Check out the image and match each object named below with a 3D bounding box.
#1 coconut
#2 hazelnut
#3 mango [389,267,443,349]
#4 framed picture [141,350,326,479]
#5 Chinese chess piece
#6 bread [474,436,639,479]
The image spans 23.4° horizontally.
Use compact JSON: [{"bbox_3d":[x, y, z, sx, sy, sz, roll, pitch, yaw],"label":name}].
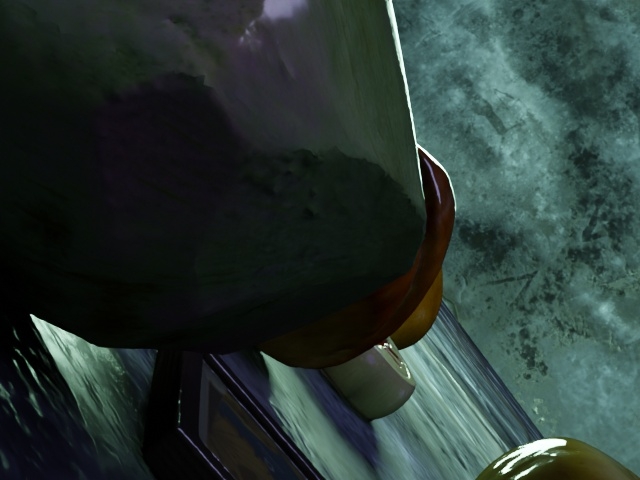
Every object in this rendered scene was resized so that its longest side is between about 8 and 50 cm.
[{"bbox_3d":[-0.060,-0.048,0.657,0.236,0.236,0.204,51,46,-12],"label":"coconut"},{"bbox_3d":[0.000,0.000,1.044,0.182,0.182,0.182,51,5,-7],"label":"hazelnut"},{"bbox_3d":[0.058,0.025,1.555,0.252,0.126,0.154,-96,169,-63],"label":"mango"},{"bbox_3d":[-0.033,0.113,0.742,0.128,0.023,0.168,51,5,-12],"label":"framed picture"},{"bbox_3d":[0.027,0.088,1.260,0.122,0.051,0.122,52,5,-6],"label":"Chinese chess piece"},{"bbox_3d":[0.185,0.265,0.855,0.333,0.160,0.333,50,5,-6],"label":"bread"}]
